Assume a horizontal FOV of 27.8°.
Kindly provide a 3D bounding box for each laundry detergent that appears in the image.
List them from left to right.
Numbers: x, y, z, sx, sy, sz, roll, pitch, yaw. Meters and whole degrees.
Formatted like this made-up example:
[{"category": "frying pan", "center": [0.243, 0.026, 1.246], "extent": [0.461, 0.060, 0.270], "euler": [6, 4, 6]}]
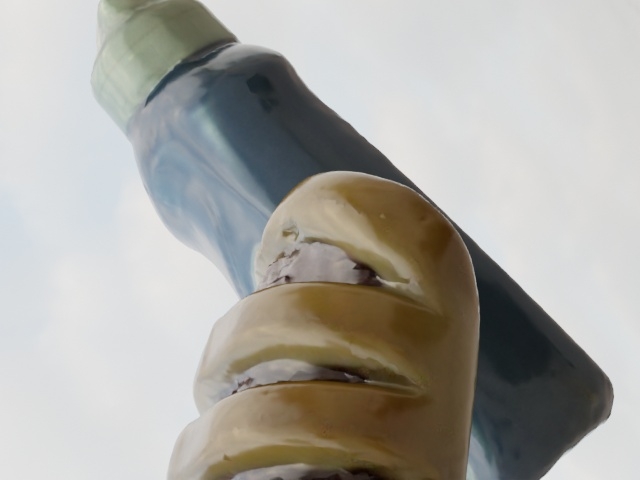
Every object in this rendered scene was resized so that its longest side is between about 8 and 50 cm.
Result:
[{"category": "laundry detergent", "center": [0.000, 0.000, 0.594], "extent": [0.290, 0.094, 0.143], "euler": [50, 161, 10]}]

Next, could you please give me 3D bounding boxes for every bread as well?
[{"category": "bread", "center": [-0.009, 0.089, 0.396], "extent": [0.081, 0.134, 0.225], "euler": [19, -122, -9]}]
